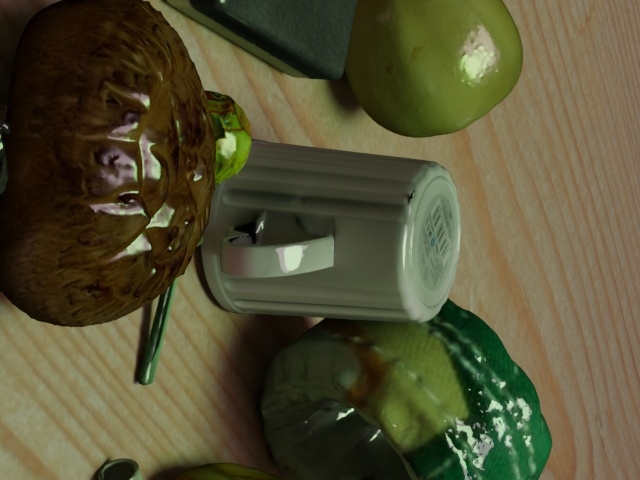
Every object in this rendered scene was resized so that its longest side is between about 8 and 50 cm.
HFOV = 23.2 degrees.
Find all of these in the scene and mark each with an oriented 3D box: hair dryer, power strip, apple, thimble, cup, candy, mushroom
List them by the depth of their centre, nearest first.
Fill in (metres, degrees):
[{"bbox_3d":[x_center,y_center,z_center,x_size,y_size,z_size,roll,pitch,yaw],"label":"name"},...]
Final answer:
[{"bbox_3d":[-0.161,-0.057,1.154,0.253,0.153,0.253,8,90,-75],"label":"mushroom"},{"bbox_3d":[-0.190,0.242,1.304,0.124,0.038,0.063,-42,131,-42],"label":"hair dryer"},{"bbox_3d":[-0.121,-0.001,1.350,0.073,0.077,0.262,6,99,-60],"label":"candy"},{"bbox_3d":[-0.046,-0.225,1.425,0.257,0.070,0.105,23,79,-60],"label":"power strip"},{"bbox_3d":[0.004,0.010,1.429,0.221,0.202,0.166,-59,144,-43],"label":"cup"},{"bbox_3d":[0.074,0.181,1.527,0.167,0.288,0.254,-35,103,-32],"label":"thimble"},{"bbox_3d":[0.113,-0.198,1.612,0.200,0.200,0.200,-24,117,-59],"label":"apple"}]

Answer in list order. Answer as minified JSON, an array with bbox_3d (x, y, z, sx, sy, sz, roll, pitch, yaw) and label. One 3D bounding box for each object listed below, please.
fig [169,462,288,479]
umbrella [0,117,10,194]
[{"bbox_3d":[-0.078,0.267,1.421,0.154,0.144,0.165,-37,130,-6],"label":"fig"},{"bbox_3d":[-0.265,0.018,1.002,0.154,0.128,0.336,-36,130,-60],"label":"umbrella"}]
